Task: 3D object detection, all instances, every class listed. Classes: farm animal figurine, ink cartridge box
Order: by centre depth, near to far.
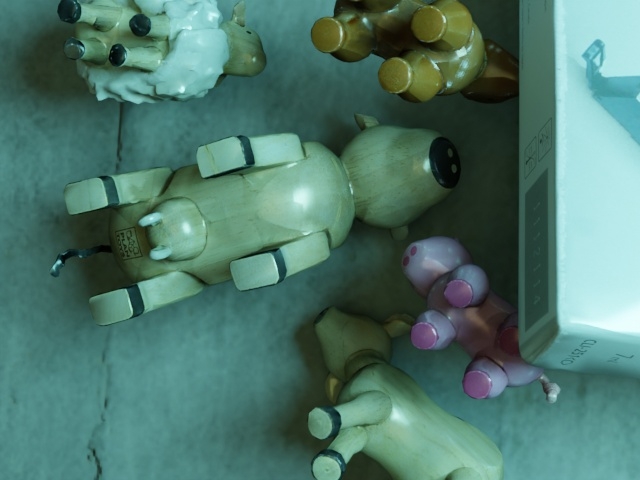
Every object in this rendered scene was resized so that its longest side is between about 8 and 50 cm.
[{"bbox_3d":[0.238,-0.068,0.630,0.261,0.066,0.296,7,67,-8],"label":"ink cartridge box"},{"bbox_3d":[0.000,0.000,0.728,0.326,0.172,0.330,5,99,23],"label":"farm animal figurine"}]
